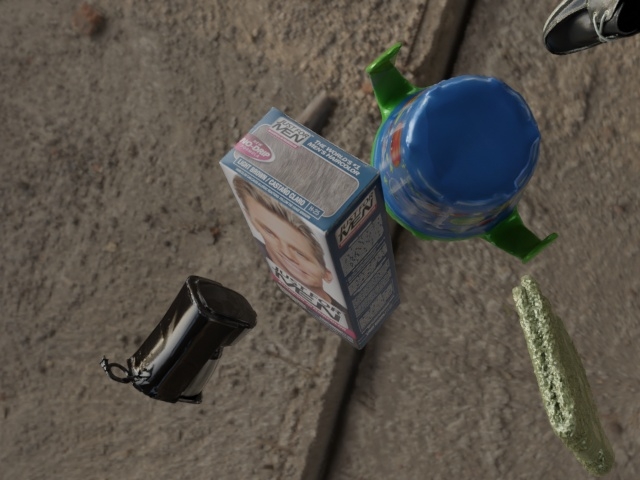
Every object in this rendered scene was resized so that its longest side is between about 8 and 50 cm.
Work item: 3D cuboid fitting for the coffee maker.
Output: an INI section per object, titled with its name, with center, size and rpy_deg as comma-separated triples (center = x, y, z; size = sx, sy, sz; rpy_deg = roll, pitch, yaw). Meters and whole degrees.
[coffee maker]
center = -0.207, 0.153, 1.151
size = 0.120, 0.171, 0.178
rpy_deg = 46, 112, 26

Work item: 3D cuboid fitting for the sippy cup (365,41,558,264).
[sippy cup]
center = 0.187, -0.116, 1.016
size = 0.305, 0.224, 0.240
rpy_deg = 16, 89, 1

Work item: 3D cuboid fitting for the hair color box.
[hair color box]
center = 0.000, 0.000, 1.007
size = 0.174, 0.347, 0.105
rpy_deg = 34, 71, 26

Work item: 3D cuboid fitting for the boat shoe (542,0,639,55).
[boat shoe]
center = 0.388, -0.302, 1.003
size = 0.233, 0.084, 0.079
rpy_deg = -16, 34, 51

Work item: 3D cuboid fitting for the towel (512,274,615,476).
[towel]
center = 0.199, 0.109, 0.623
size = 0.027, 0.110, 0.148
rpy_deg = -24, 46, 22
